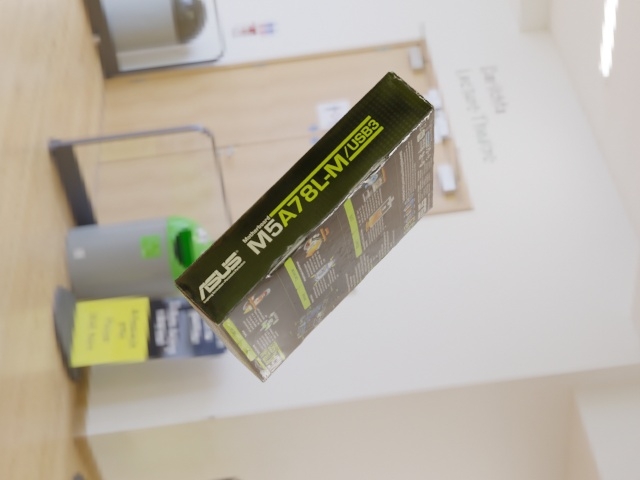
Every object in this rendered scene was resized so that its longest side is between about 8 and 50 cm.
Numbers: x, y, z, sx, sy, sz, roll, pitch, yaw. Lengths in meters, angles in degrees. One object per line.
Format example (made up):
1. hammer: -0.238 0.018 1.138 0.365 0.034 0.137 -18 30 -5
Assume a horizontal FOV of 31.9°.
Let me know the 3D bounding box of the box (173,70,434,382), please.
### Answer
1. box: 0.000 0.000 0.733 0.045 0.184 0.190 44 -8 16
